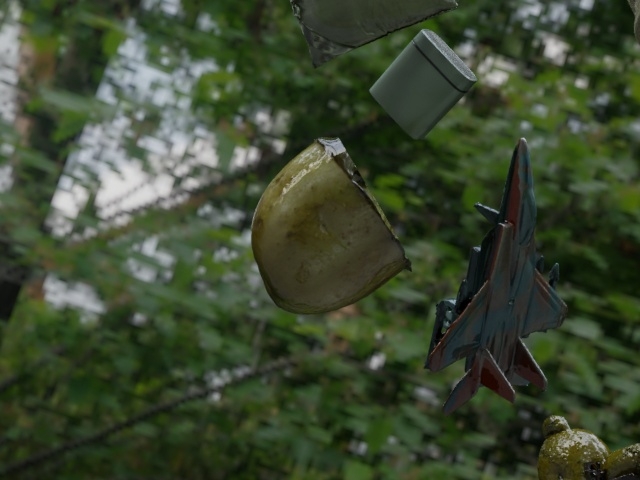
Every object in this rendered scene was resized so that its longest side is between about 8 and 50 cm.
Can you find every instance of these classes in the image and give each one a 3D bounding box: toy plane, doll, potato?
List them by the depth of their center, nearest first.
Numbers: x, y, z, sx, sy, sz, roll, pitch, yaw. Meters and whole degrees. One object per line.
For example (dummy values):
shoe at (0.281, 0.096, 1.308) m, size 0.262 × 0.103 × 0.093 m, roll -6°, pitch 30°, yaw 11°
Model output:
doll at (0.298, 0.270, 1.658) m, size 0.097 × 0.137 × 0.209 m, roll -16°, pitch 28°, yaw -35°
toy plane at (0.202, 0.037, 1.820) m, size 0.223 × 0.326 × 0.104 m, roll -15°, pitch 23°, yaw -36°
potato at (0.000, 0.000, 2.432) m, size 0.242 × 0.242 × 0.285 m, roll 16°, pitch -17°, yaw 18°

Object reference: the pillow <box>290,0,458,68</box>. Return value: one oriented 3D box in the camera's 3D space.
pillow at (0.053, -0.285, 1.786) m, size 0.181 × 0.134 × 0.078 m, roll -20°, pitch 11°, yaw 1°

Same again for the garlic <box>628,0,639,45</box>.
garlic at (0.547, -0.307, 2.219) m, size 0.281 × 0.185 × 0.203 m, roll 23°, pitch -27°, yaw 27°

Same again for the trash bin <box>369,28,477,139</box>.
trash bin at (0.158, -0.239, 2.487) m, size 0.116 × 0.130 × 0.059 m, roll 49°, pitch 22°, yaw 17°
